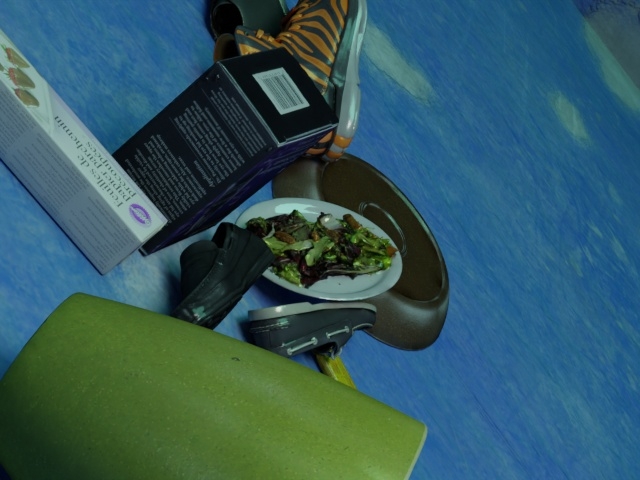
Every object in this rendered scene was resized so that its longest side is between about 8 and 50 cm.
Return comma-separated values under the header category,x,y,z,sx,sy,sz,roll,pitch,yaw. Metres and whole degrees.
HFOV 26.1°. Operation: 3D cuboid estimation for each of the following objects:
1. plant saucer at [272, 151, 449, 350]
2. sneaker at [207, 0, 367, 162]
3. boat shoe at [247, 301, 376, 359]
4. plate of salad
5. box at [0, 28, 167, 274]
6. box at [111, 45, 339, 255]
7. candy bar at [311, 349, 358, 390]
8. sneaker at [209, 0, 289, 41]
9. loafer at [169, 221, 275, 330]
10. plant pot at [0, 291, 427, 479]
category,x,y,z,sx,sy,sz,roll,pitch,yaw
plant saucer,0.066,-0.003,1.770,0.311,0.050,0.310,37,30,-26
sneaker,-0.044,-0.255,1.758,0.180,0.124,0.321,17,48,-20
boat shoe,-0.006,0.103,1.530,0.206,0.075,0.064,2,79,-54
plate of salad,0.000,0.000,1.585,0.200,0.048,0.199,11,34,-8
box,-0.286,-0.113,1.351,0.324,0.067,0.063,49,28,-4
box,-0.110,-0.095,1.440,0.108,0.207,0.153,54,29,4
candy bar,0.035,0.184,1.529,0.040,0.018,0.161,0,57,-52
sneaker,-0.119,-0.347,1.860,0.118,0.083,0.222,-7,63,-58
loafer,-0.116,0.041,1.421,0.078,0.076,0.223,42,25,-2
plant pot,-0.112,0.178,1.096,0.294,0.274,0.275,34,28,1
